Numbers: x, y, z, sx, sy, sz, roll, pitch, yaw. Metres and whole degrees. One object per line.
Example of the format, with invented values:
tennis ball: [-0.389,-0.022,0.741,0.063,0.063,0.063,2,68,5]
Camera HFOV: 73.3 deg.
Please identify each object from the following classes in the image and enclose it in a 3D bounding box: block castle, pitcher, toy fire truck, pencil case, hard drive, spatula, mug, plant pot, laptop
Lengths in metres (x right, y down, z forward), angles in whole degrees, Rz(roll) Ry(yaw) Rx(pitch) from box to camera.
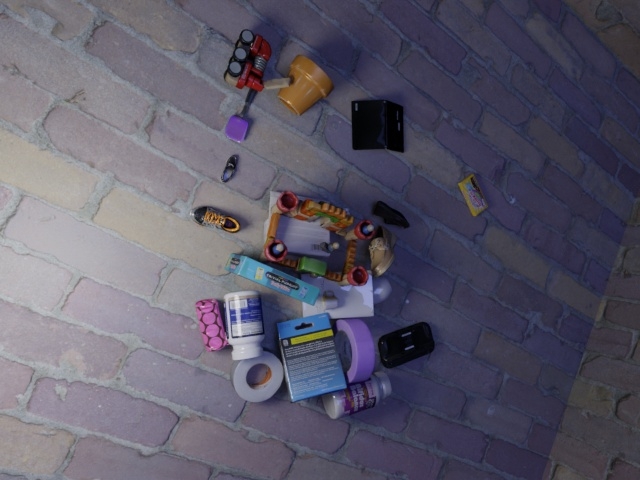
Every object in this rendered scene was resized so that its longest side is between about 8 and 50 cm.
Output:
block castle: [0.000,0.000,1.778,0.453,0.213,0.303,19,70,-21]
pitcher: [0.218,0.227,2.027,0.207,0.125,0.177,-24,101,-10]
toy fire truck: [-0.243,-0.712,1.763,0.246,0.158,0.217,21,83,-21]
pencil case: [-0.439,0.340,1.752,0.098,0.095,0.209,-12,100,12]
hard drive: [0.076,0.246,1.945,0.319,0.040,0.210,-3,93,-3]
spatula: [-0.316,-0.560,1.808,0.084,0.030,0.296,21,81,-6]
mug: [0.047,0.267,1.895,0.064,0.062,0.078,-2,100,-10]
plant pot: [-0.078,-0.645,1.836,0.205,0.205,0.188,38,92,-20]
laptop: [0.283,-0.548,2.088,0.264,0.137,0.234,-5,95,-49]

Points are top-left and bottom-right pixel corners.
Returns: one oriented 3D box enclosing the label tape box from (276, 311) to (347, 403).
label tape box: [-0.047,0.509,1.881,0.241,0.106,0.333,-10,68,-12]

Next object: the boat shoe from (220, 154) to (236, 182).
boat shoe: [-0.379,-0.298,1.786,0.046,0.038,0.125,29,80,-22]

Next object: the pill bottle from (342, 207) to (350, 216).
pill bottle: [0.115,-0.107,2.009,0.043,0.043,0.083,6,89,-24]

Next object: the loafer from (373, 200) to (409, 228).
loafer: [0.343,-0.114,2.104,0.220,0.080,0.078,31,112,-23]

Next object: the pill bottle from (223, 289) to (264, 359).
pill bottle: [-0.307,0.342,1.748,0.153,0.153,0.264,-3,80,-24]

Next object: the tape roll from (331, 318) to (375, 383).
tape roll: [0.134,0.487,1.911,0.090,0.275,0.274,0,92,-25]

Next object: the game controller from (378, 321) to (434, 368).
game controller: [0.438,0.526,2.174,0.319,0.067,0.166,-13,83,-24]

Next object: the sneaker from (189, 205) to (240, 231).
sneaker: [-0.422,-0.086,1.750,0.215,0.083,0.084,16,87,-22]

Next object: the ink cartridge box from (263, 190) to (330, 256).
ink cartridge box: [-0.101,-0.065,1.903,0.296,0.066,0.261,8,73,-24]

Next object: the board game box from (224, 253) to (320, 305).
board game box: [-0.201,0.156,1.762,0.336,0.254,0.079,26,80,-23]

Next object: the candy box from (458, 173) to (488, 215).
candy box: [0.828,-0.245,2.333,0.105,0.027,0.206,-34,104,-16]

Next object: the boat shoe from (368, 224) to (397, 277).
boat shoe: [0.269,0.046,1.977,0.110,0.122,0.341,42,30,-11]

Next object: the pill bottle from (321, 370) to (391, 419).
pill bottle: [0.170,0.702,1.992,0.302,0.169,0.169,-9,95,-23]

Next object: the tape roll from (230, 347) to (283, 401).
tape roll: [-0.272,0.573,1.843,0.219,0.072,0.219,-1,93,-23]
